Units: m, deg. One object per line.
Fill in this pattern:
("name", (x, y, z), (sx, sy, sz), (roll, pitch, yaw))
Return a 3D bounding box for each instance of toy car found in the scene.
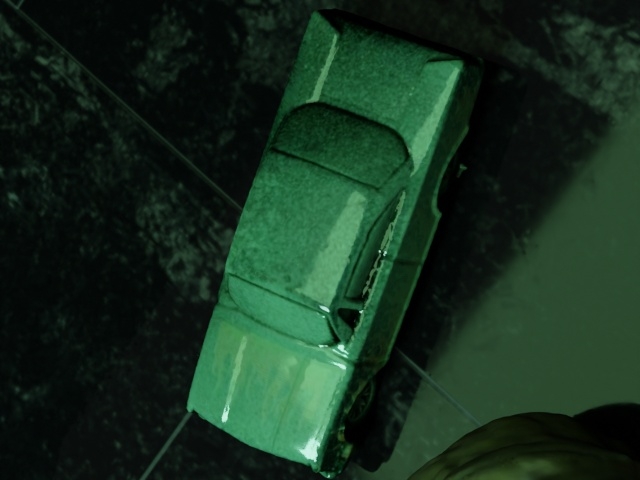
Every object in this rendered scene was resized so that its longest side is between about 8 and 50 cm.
("toy car", (0.000, 0.000, 1.352), (0.141, 0.097, 0.321), (22, 97, 26))

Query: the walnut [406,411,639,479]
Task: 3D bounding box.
("walnut", (0.139, 0.229, 1.196), (0.248, 0.248, 0.248), (-1, 87, 27))
